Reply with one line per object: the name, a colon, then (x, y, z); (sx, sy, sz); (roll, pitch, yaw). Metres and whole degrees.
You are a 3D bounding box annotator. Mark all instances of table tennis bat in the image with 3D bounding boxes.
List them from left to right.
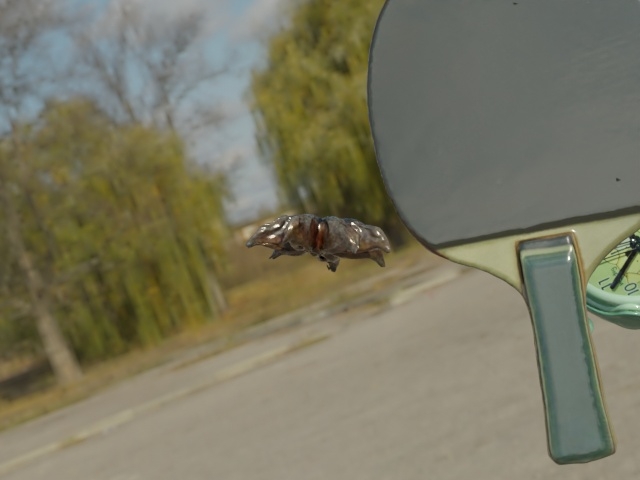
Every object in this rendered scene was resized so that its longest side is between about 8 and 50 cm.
table tennis bat: (0.108, -0.025, 0.776); (0.154, 0.274, 0.021); (-10, -9, 6)

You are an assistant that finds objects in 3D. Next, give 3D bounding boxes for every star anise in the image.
star anise: (0.002, -0.001, 1.430); (0.141, 0.042, 0.141); (6, -8, 1)

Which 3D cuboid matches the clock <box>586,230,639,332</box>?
clock: (0.270, 0.006, 1.323); (0.188, 0.148, 0.060); (-22, -32, 4)
